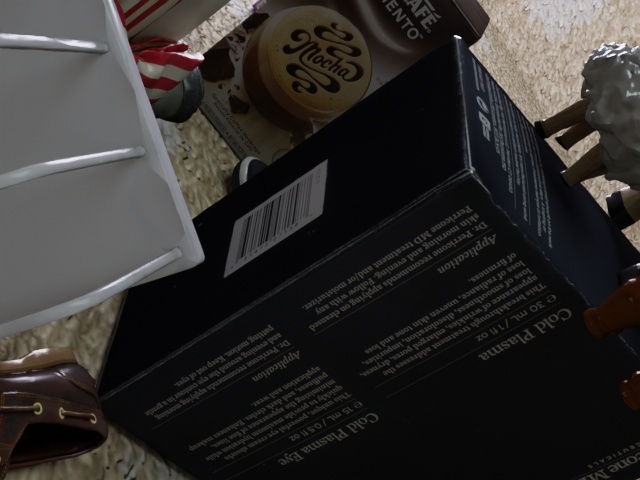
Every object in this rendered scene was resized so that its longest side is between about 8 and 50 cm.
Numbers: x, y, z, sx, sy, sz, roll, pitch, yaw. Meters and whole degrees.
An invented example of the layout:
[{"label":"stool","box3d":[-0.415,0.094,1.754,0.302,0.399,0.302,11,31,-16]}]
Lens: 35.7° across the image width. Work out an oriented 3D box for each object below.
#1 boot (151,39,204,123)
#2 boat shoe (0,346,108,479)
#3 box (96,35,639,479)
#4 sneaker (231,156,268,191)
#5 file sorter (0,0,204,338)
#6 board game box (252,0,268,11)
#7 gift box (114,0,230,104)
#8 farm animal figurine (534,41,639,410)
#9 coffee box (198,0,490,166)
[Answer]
[{"label":"boot","box3d":[-0.217,-0.221,0.955,0.161,0.083,0.246,-2,60,-54]},{"label":"boat shoe","box3d":[-0.203,0.111,0.591,0.207,0.073,0.073,-3,61,-61]},{"label":"box","box3d":[0.064,0.080,0.780,0.312,0.343,0.179,44,29,-26]},{"label":"sneaker","box3d":[0.000,0.000,1.046,0.234,0.097,0.084,58,25,3]},{"label":"file sorter","box3d":[-0.217,-0.075,0.531,0.173,0.193,0.277,-47,119,-77]},{"label":"board game box","box3d":[0.038,-0.231,1.330,0.142,0.144,0.275,20,43,-51]},{"label":"gift box","box3d":[-0.224,-0.207,0.738,0.258,0.276,0.255,53,12,3]},{"label":"farm animal figurine","box3d":[0.320,0.038,0.680,0.330,0.172,0.326,34,36,-38]},{"label":"coffee box","box3d":[0.015,-0.211,1.088,0.168,0.297,0.119,51,26,-9]}]
